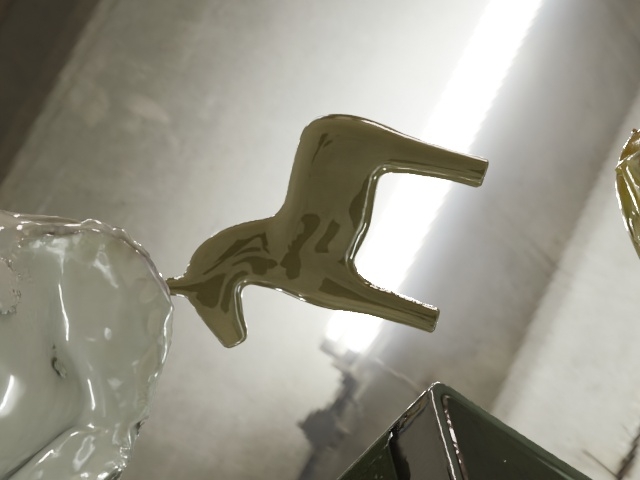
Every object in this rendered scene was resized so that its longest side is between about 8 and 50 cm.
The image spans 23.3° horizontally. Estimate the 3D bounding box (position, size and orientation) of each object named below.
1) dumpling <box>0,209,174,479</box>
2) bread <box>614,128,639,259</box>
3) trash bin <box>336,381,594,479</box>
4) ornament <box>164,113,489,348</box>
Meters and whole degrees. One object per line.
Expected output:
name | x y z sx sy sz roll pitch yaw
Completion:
dumpling | -0.275 0.098 0.912 0.181 0.341 0.260 26 -64 37
bread | 0.345 0.019 0.983 0.270 0.211 0.315 -35 -104 -18
trash bin | 0.041 0.214 0.783 0.240 0.164 0.122 -45 -150 23
ornament | 0.000 0.000 1.373 0.245 0.061 0.230 16 -88 1
